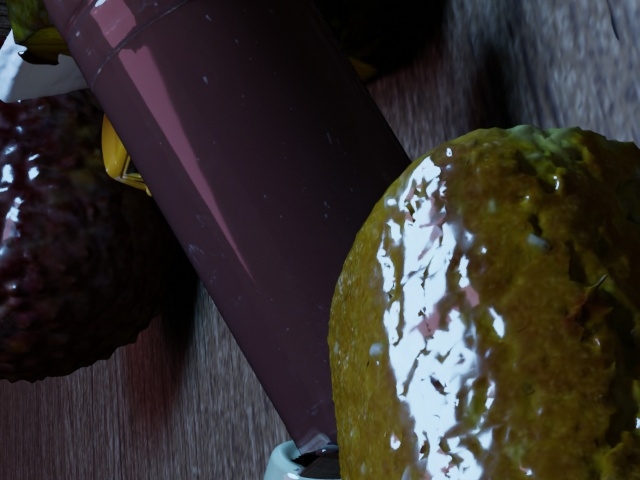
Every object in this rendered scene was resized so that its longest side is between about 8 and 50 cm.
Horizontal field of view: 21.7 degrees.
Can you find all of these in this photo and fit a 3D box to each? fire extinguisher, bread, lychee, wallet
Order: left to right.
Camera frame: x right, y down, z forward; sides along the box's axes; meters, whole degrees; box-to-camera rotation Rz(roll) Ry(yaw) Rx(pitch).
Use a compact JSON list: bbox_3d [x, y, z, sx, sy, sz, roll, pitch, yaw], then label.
[{"bbox_3d":[-0.216,-0.021,1.219,0.260,0.260,0.261,-175,90,-74],"label":"lychee"},{"bbox_3d":[-0.127,-0.142,1.081,0.032,0.183,0.124,49,124,14],"label":"wallet"},{"bbox_3d":[0.000,0.000,0.620,0.269,0.104,0.105,60,156,8],"label":"fire extinguisher"},{"bbox_3d":[0.061,0.068,0.476,0.132,0.103,0.172,117,152,-54],"label":"bread"}]

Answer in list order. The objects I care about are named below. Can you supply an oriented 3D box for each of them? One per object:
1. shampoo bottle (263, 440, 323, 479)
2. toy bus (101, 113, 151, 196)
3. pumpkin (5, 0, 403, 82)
[{"bbox_3d":[-0.018,0.203,0.815,0.072,0.049,0.212,-134,51,-64],"label":"shampoo bottle"},{"bbox_3d":[-0.090,-0.090,1.078,0.194,0.088,0.083,117,154,-54],"label":"toy bus"},{"bbox_3d":[-0.065,-0.142,0.823,0.280,0.190,0.139,162,110,-73],"label":"pumpkin"}]
